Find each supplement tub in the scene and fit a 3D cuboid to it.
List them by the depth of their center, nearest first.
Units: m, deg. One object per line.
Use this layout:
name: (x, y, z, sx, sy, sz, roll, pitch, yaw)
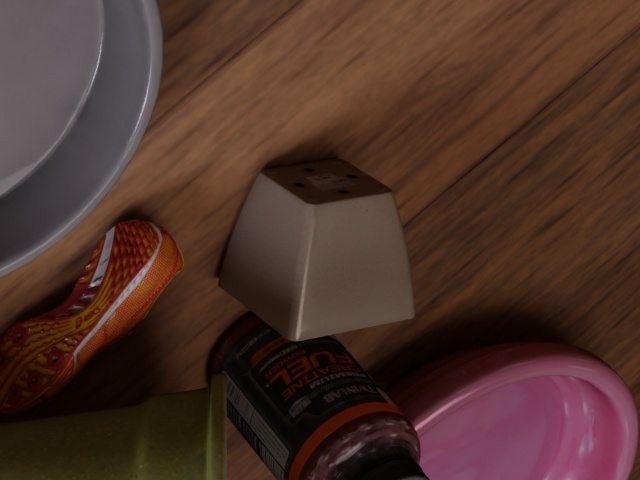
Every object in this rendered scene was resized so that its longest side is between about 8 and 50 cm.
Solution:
supplement tub: (0.005, 0.142, 1.480, 0.106, 0.198, 0.106, -21, 135, -23)

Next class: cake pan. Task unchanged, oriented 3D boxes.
cake pan: (-0.237, -0.094, 1.206, 0.293, 0.054, 0.293, -21, 134, -23)

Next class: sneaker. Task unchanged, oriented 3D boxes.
sneaker: (-0.162, 0.063, 1.390, 0.175, 0.064, 0.067, -42, 149, 4)

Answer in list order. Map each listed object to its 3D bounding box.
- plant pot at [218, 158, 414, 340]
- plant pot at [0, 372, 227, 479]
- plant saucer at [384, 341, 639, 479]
plant pot: (0.000, 0.000, 1.436, 0.109, 0.109, 0.096, -10, 116, -31)
plant pot: (-0.191, 0.226, 1.343, 0.254, 0.276, 0.276, 1, 128, -4)
plant saucer: (0.121, 0.213, 1.715, 0.332, 0.084, 0.332, -21, 135, -22)
